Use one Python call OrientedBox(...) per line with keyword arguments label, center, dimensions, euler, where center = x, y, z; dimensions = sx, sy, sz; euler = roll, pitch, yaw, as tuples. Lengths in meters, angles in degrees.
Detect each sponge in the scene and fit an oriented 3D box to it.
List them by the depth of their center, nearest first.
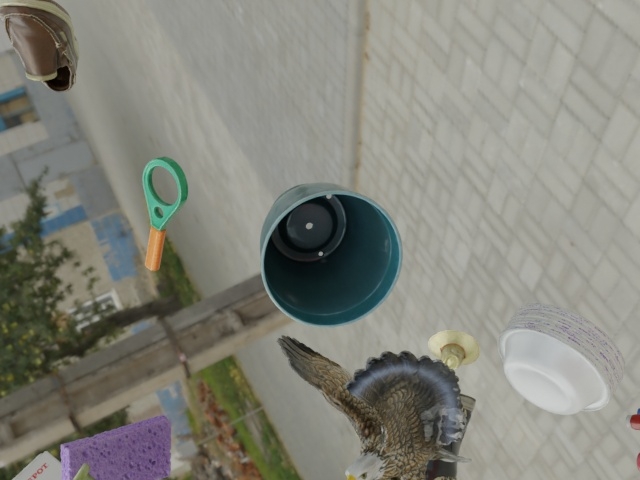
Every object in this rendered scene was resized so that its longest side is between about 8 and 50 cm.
OrientedBox(label="sponge", center=(-0.366, 0.400, 1.451), dimensions=(0.031, 0.210, 0.117), euler=(12, 104, 45))

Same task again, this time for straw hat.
OrientedBox(label="straw hat", center=(0.335, 0.296, 2.037), dimensions=(0.144, 0.061, 0.144), euler=(12, 138, 11))

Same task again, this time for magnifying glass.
OrientedBox(label="magnifying glass", center=(-0.286, -0.044, 1.424), dimensions=(0.092, 0.026, 0.231), euler=(31, 127, 21))

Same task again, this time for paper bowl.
OrientedBox(label="paper bowl", center=(0.544, 0.291, 1.860), dimensions=(0.284, 0.148, 0.284), euler=(33, 153, 19))

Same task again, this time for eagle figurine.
OrientedBox(label="eagle figurine", center=(0.083, 0.254, 1.078), dimensions=(0.225, 0.226, 0.298), euler=(-81, -22, -80))

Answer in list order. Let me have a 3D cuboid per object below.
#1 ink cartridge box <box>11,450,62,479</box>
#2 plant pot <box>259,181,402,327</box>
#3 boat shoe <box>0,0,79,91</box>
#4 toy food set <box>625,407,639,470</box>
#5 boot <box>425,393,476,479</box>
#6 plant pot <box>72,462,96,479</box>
OrientedBox(label="ink cartridge box", center=(-0.516, 0.560, 1.565), dimensions=(0.237, 0.172, 0.100), euler=(34, 141, 13))
OrientedBox(label="plant pot", center=(0.000, 0.000, 1.607), dimensions=(0.255, 0.271, 0.272), euler=(-122, 13, -69))
OrientedBox(label="boat shoe", center=(-0.418, -0.290, 1.218), dimensions=(0.257, 0.095, 0.095), euler=(95, 175, -84))
OrientedBox(label="toy food set", center=(0.621, 0.377, 1.474), dimensions=(0.104, 0.232, 0.111), euler=(-9, 122, 45))
OrientedBox(label="boot", center=(0.154, 0.330, 1.335), dimensions=(0.085, 0.236, 0.179), euler=(-7, 70, 59))
OrientedBox(label="plant pot", center=(-0.291, 0.491, 1.095), dimensions=(0.254, 0.276, 0.276), euler=(33, 165, -7))
